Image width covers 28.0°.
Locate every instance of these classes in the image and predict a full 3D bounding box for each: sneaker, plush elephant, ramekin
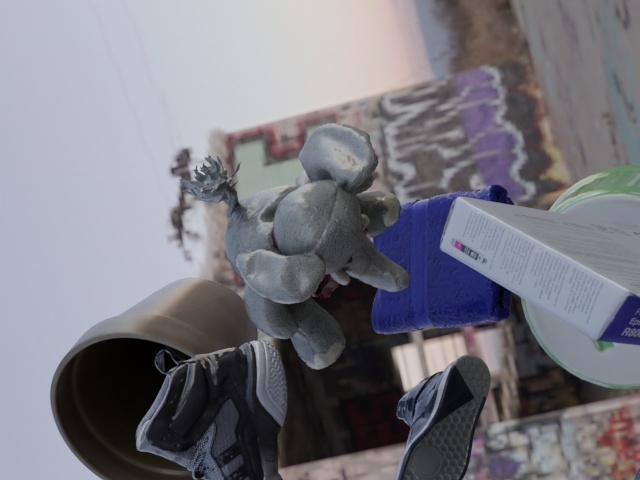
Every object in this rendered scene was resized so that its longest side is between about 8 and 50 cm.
[{"bbox_3d":[0.144,0.273,1.739,0.226,0.086,0.163,-61,8,-24],"label":"sneaker"},{"bbox_3d":[-0.113,0.238,1.325,0.101,0.153,0.269,147,123,-70],"label":"sneaker"},{"bbox_3d":[0.000,0.000,1.668,0.330,0.272,0.255,35,168,-29],"label":"plush elephant"},{"bbox_3d":[0.417,0.055,1.734,0.148,0.303,0.303,-20,-83,-65],"label":"ramekin"}]

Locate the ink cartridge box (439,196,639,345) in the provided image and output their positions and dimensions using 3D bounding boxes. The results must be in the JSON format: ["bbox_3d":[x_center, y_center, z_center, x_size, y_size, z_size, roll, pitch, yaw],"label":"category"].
[{"bbox_3d":[0.338,0.056,1.261,0.330,0.324,0.071,37,113,52],"label":"ink cartridge box"}]

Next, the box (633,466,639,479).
[{"bbox_3d":[0.563,0.340,1.732,0.247,0.142,0.163,43,-116,-26],"label":"box"}]

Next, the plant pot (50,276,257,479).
[{"bbox_3d":[-0.231,0.210,2.069,0.280,0.323,0.323,-64,-40,-58],"label":"plant pot"}]

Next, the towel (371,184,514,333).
[{"bbox_3d":[0.205,0.037,2.145,0.076,0.308,0.228,7,-101,-36],"label":"towel"}]
